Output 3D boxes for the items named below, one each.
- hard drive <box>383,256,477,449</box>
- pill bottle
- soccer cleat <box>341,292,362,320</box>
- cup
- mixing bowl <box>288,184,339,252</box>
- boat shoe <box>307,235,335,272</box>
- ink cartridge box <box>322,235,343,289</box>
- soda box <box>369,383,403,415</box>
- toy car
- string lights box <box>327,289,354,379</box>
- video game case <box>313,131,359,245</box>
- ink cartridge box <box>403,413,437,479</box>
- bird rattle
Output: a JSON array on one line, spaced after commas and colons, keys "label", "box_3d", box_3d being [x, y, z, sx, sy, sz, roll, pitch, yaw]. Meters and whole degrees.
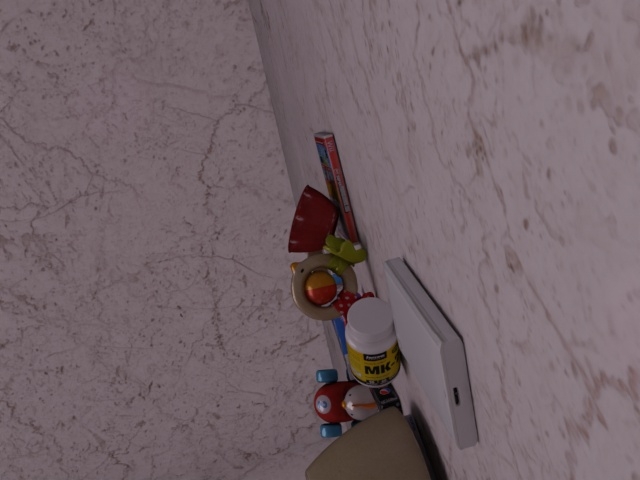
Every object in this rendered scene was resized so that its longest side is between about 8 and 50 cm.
[{"label": "hard drive", "box_3d": [0.181, 0.179, 1.230, 0.307, 0.040, 0.202, -118, 14, -66]}, {"label": "pill bottle", "box_3d": [0.116, 0.227, 1.612, 0.208, 0.119, 0.119, 80, 173, -48]}, {"label": "soccer cleat", "box_3d": [0.114, 0.251, 2.035, 0.095, 0.083, 0.247, 25, 132, 50]}, {"label": "cup", "box_3d": [0.100, 0.564, 1.623, 0.331, 0.237, 0.330, 167, 90, -80]}, {"label": "mixing bowl", "box_3d": [-0.011, -0.043, 1.846, 0.181, 0.098, 0.181, 15, -90, -83]}, {"label": "boat shoe", "box_3d": [0.000, 0.000, 2.354, 0.092, 0.103, 0.285, 74, -177, -77]}, {"label": "ink cartridge box", "box_3d": [0.045, 0.053, 2.199, 0.104, 0.060, 0.180, 96, 158, -78]}, {"label": "soda box", "box_3d": [0.171, 0.416, 1.955, 0.169, 0.053, 0.060, -117, 13, -69]}, {"label": "toy car", "box_3d": [0.102, 0.523, 2.336, 0.238, 0.211, 0.219, 150, 117, -72]}, {"label": "string lights box", "box_3d": [0.092, 0.302, 2.341, 0.133, 0.077, 0.259, 80, 173, -55]}, {"label": "video game case", "box_3d": [0.040, -0.139, 1.883, 0.204, 0.025, 0.285, -128, 22, -77]}, {"label": "ink cartridge box", "box_3d": [0.227, 0.521, 1.694, 0.097, 0.046, 0.207, 87, 166, -58]}, {"label": "bird rattle", "box_3d": [0.031, 0.116, 1.778, 0.143, 0.207, 0.253, -126, 25, -79]}]
